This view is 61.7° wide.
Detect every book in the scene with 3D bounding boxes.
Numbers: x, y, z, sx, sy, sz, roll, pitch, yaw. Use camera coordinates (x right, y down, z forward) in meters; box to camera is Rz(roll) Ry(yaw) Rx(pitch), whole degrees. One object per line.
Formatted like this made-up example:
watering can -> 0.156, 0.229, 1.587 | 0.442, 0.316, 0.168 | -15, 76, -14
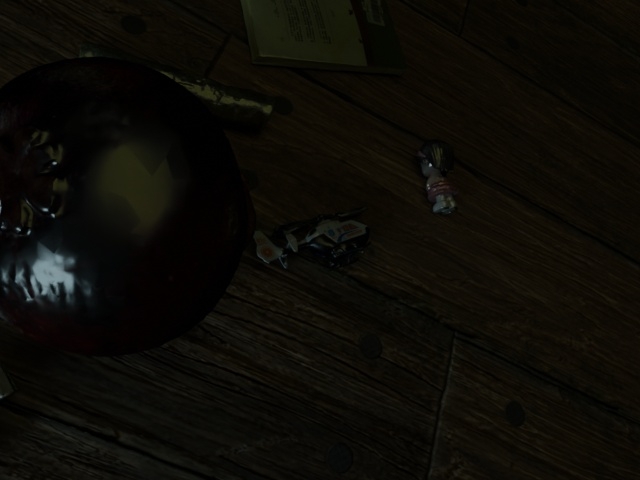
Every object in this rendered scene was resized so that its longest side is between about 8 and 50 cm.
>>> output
book -> 0.006, -0.383, 0.940 | 0.289, 0.026, 0.202 | -2, 69, -24

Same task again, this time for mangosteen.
mangosteen -> -0.215, -0.032, 0.562 | 0.296, 0.293, 0.298 | 0, 88, -5

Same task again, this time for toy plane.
toy plane -> 0.000, 0.001, 0.759 | 0.196, 0.053, 0.078 | -14, 66, -29

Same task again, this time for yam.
yam -> -0.201, -0.217, 0.760 | 0.273, 0.061, 0.061 | 14, 63, -16

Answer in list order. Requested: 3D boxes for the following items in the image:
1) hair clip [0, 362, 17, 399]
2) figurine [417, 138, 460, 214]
hair clip -> -0.406, 0.189, 0.502 | 0.220, 0.054, 0.140 | -30, 88, -27
figurine -> 0.204, -0.110, 0.892 | 0.072, 0.054, 0.129 | -1, 71, -28
